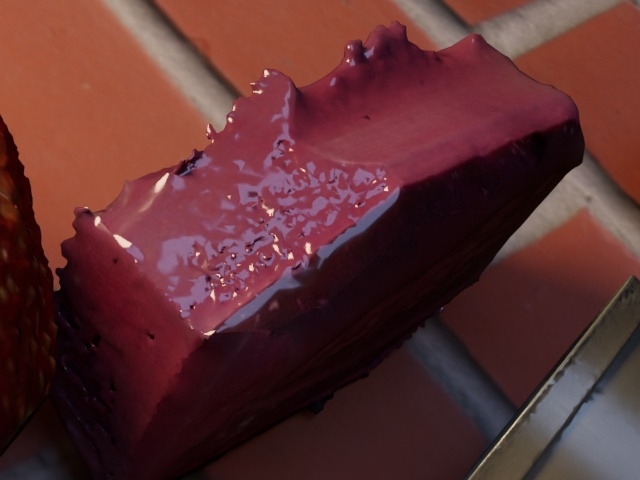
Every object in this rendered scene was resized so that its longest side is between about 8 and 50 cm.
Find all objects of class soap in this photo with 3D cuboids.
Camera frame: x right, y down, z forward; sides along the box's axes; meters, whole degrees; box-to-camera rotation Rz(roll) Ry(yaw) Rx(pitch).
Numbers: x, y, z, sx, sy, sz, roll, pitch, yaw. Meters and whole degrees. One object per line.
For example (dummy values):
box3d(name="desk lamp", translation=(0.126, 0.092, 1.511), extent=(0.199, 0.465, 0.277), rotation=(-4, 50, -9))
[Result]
box3d(name="soap", translation=(0.000, 0.000, 0.937), extent=(0.127, 0.220, 0.325), rotation=(48, 41, 12))

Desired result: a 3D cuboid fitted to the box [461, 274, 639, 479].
box3d(name="box", translation=(0.148, 0.150, 0.869), extent=(0.149, 0.226, 0.226), rotation=(38, 47, 8))

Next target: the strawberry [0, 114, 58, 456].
box3d(name="strawberry", translation=(-0.245, -0.001, 0.805), extent=(0.288, 0.250, 0.238), rotation=(35, 21, 11))
